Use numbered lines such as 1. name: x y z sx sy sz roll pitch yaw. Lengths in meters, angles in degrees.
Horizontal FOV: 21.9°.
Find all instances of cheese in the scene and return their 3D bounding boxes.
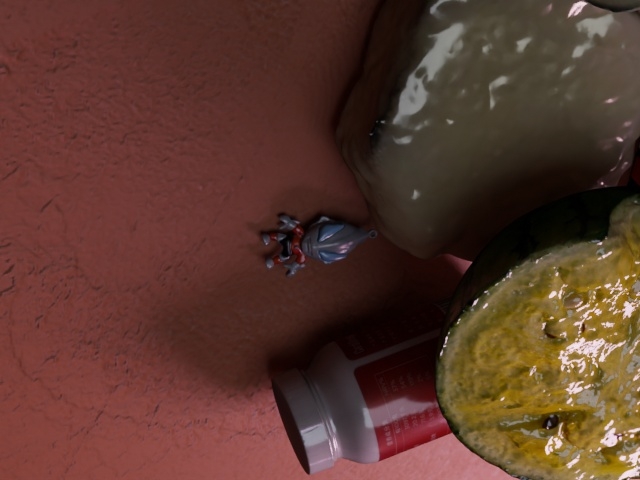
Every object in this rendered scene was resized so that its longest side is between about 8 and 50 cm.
1. cheese: 0.160 -0.134 1.540 0.318 0.115 0.326 -36 126 2

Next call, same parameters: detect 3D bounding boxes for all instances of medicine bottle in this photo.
1. medicine bottle: 0.085 0.144 1.672 0.250 0.131 0.131 -20 126 -10

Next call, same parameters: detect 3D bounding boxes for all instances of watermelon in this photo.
1. watermelon: 0.270 0.074 1.542 0.331 0.189 0.330 5 132 5

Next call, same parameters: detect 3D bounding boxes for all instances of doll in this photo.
1. doll: 0.000 0.000 1.604 0.114 0.039 0.057 -9 82 -7

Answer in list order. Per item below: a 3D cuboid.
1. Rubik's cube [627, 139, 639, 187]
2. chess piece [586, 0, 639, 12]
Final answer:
1. Rubik's cube: 0.432 -0.038 1.668 0.184 0.187 0.182 -2 122 -19
2. chess piece: 0.309 -0.275 1.471 0.243 0.133 0.133 -17 135 -57
